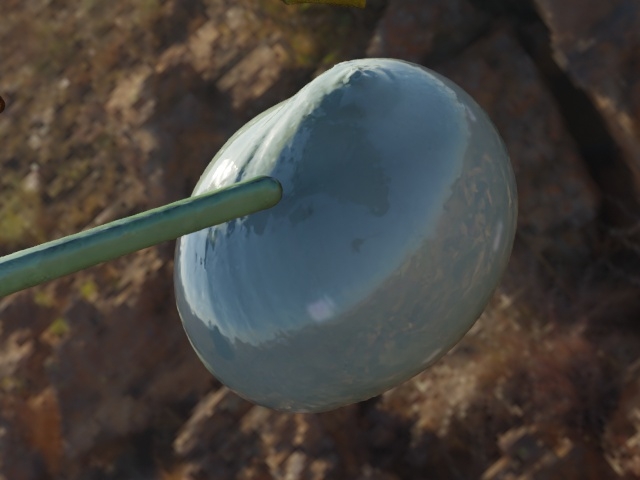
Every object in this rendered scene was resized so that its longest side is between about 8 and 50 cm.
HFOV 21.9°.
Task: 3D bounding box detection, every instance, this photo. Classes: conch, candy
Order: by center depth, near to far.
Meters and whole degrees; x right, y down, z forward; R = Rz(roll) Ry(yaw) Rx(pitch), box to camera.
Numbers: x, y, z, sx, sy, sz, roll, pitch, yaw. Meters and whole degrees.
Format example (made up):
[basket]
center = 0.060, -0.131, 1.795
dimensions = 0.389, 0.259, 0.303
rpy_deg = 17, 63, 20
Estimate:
[candy]
center = -0.093, 0.021, 0.291
dimensions = 0.202, 0.061, 0.061
rpy_deg = -19, 12, -28
[conch]
center = -0.002, -0.003, 0.865
dimensions = 0.221, 0.121, 0.185
rpy_deg = -42, 46, 25

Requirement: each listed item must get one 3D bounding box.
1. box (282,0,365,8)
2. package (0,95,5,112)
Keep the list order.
[box]
center = -0.068, -0.179, 0.597
dimensions = 0.279, 0.041, 0.153
rpy_deg = 24, 111, 52
[package]
center = -0.257, -0.092, 1.075
dimensions = 0.077, 0.110, 0.033
rpy_deg = -41, 52, 8
